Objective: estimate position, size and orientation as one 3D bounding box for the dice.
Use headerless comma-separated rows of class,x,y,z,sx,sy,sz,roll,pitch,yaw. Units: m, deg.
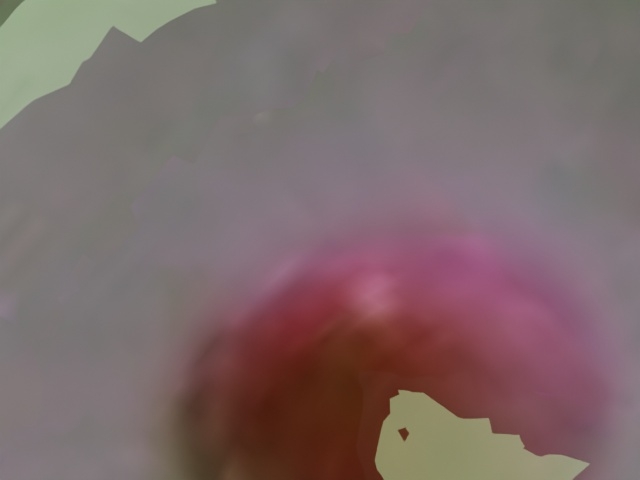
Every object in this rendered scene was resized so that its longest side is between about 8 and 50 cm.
dice,0.000,0.000,0.557,0.265,0.262,0.268,40,100,-18
